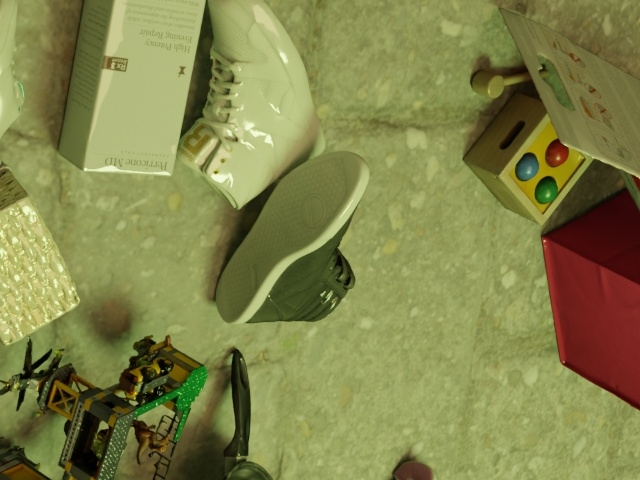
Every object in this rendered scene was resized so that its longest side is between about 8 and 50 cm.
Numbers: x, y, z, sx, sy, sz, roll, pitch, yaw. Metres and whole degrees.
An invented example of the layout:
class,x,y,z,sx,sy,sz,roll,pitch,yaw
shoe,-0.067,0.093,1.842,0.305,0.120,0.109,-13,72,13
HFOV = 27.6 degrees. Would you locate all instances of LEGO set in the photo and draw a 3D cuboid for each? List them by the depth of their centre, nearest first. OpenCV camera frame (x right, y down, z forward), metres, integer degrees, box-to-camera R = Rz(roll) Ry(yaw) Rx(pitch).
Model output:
class,x,y,z,sx,sy,sz,roll,pitch,yaw
LEGO set,-0.299,0.240,1.563,0.255,0.192,0.331,-30,144,-55

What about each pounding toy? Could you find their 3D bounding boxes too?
class,x,y,z,sx,sy,sz,roll,pitch,yaw
pounding toy,0.292,-0.156,1.821,0.181,0.094,0.206,-52,129,-6

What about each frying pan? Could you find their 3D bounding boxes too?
class,x,y,z,sx,sy,sz,roll,pitch,yaw
frying pan,-0.111,0.325,1.677,0.197,0.053,0.326,-37,111,-65

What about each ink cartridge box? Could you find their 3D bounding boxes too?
class,x,y,z,sx,sy,sz,roll,pitch,yaw
ink cartridge box,0.402,-0.133,1.783,0.385,0.308,0.091,21,125,-29

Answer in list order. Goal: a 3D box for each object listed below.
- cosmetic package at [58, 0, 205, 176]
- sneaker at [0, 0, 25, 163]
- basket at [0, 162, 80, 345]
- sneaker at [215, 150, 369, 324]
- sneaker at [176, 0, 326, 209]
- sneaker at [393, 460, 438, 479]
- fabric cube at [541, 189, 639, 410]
class,x,y,z,sx,sy,sz,roll,pitch,yaw
cosmetic package,-0.212,-0.192,1.471,0.117,0.085,0.231,1,107,-34
sneaker,-0.352,-0.174,1.399,0.094,0.080,0.212,2,115,-47
basket,-0.351,0.018,1.449,0.113,0.103,0.167,-32,124,-19
sneaker,0.000,0.000,1.642,0.147,0.104,0.296,6,135,-42
sneaker,-0.103,-0.156,1.523,0.169,0.108,0.292,-39,138,-15
sneaker,0.125,0.452,1.964,0.104,0.095,0.236,32,89,-46
fabric cube,0.528,0.083,1.974,0.258,0.259,0.254,-26,123,-22
